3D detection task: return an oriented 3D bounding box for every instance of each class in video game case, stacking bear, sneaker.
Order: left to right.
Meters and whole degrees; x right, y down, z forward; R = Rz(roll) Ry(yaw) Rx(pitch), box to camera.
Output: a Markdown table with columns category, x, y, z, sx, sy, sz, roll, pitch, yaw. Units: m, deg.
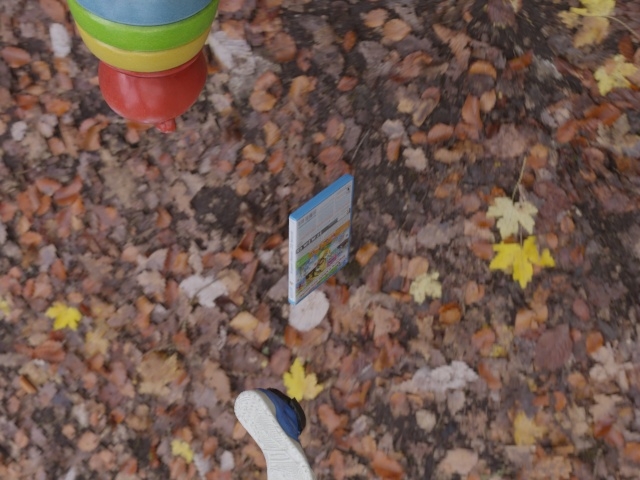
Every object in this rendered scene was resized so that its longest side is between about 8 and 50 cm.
| category | x | y | z | sx | sy | sz | roll | pitch | yaw |
| --- | --- | --- | --- | --- | --- | --- | --- | --- | --- |
| stacking bear | -0.173 | -0.237 | 0.941 | 0.175 | 0.164 | 0.289 | 40 | 148 | 21 |
| sneaker | -0.036 | 0.235 | 1.065 | 0.058 | 0.085 | 0.152 | -38 | 75 | 17 |
| video game case | 0.000 | 0.000 | 1.287 | 0.015 | 0.119 | 0.166 | 31 | 141 | 27 |
